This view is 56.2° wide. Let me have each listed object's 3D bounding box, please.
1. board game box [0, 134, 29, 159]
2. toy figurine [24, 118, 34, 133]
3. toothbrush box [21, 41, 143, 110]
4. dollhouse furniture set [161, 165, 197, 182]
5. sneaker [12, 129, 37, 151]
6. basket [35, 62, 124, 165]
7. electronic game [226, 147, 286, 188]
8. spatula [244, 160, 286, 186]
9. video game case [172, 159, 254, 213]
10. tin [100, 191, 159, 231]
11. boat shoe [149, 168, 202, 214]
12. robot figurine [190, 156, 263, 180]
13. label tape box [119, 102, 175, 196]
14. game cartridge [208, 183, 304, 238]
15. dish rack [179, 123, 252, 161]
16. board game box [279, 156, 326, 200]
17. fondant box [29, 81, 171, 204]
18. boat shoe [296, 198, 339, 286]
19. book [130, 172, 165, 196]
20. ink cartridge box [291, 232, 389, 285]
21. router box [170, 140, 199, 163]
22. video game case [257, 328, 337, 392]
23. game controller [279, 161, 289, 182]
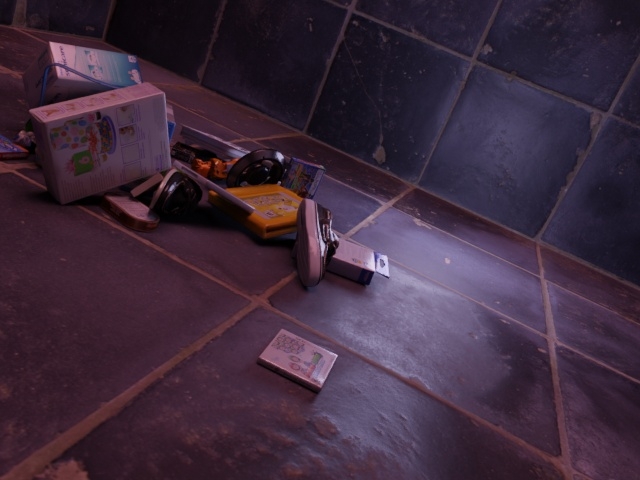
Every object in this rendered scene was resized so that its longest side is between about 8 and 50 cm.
[{"bbox_3d":[-0.992,-0.299,1.713,0.281,0.027,0.145,28,20,16],"label":"board game box"},{"bbox_3d":[-0.834,-0.345,1.949,0.173,0.130,0.159,3,-4,22],"label":"toy figurine"},{"bbox_3d":[-0.753,-0.504,1.911,0.295,0.216,0.126,-10,80,-48],"label":"toothbrush box"},{"bbox_3d":[-0.499,-0.219,2.073,0.076,0.059,0.151,25,-2,30],"label":"dollhouse furniture set"},{"bbox_3d":[-0.878,-0.291,1.802,0.058,0.052,0.135,51,-2,-12],"label":"sneaker"},{"bbox_3d":[-0.701,-0.341,1.750,0.254,0.289,0.201,21,23,-16],"label":"basket"},{"bbox_3d":[-0.226,-0.235,2.123,0.229,0.229,0.048,3,45,-45],"label":"electronic game"},{"bbox_3d":[-0.159,-0.213,2.250,0.242,0.168,0.019,12,35,-42],"label":"spatula"},{"bbox_3d":[-0.326,-0.162,1.834,0.193,0.023,0.212,31,0,41],"label":"video game case"},{"bbox_3d":[-0.521,-0.081,1.645,0.189,0.040,0.106,32,16,26],"label":"tin"},{"bbox_3d":[-0.407,-0.126,1.747,0.113,0.127,0.340,31,1,-8],"label":"boat shoe"},{"bbox_3d":[-0.321,-0.267,2.228,0.211,0.085,0.291,6,11,41],"label":"robot figurine"},{"bbox_3d":[-0.557,-0.322,1.930,0.115,0.249,0.348,15,20,-20],"label":"label tape box"},{"bbox_3d":[-0.169,-0.110,1.987,0.285,0.053,0.323,-12,33,-41],"label":"game cartridge"},{"bbox_3d":[-0.405,-0.375,2.449,0.285,0.072,0.333,26,6,18],"label":"dish rack"},{"bbox_3d":[-0.080,-0.195,2.211,0.136,0.201,0.035,13,24,-29],"label":"board game box"},{"bbox_3d":[-0.570,-0.263,1.597,0.330,0.238,0.096,-27,48,-36],"label":"fondant box"},{"bbox_3d":[0.000,0.000,1.758,0.119,0.121,0.335,12,44,-15],"label":"boat shoe"},{"bbox_3d":[-0.495,-0.157,1.741,0.035,0.096,0.144,57,-7,-8],"label":"book"},{"bbox_3d":[0.065,0.051,1.916,0.310,0.065,0.186,18,20,-3],"label":"ink cartridge box"},{"bbox_3d":[-0.534,-0.346,2.362,0.092,0.038,0.122,20,19,-10],"label":"router box"},{"bbox_3d":[-0.045,0.254,1.286,0.143,0.019,0.157,25,19,7],"label":"video game case"},{"bbox_3d":[-0.208,-0.307,2.630,0.166,0.067,0.319,6,20,-5],"label":"game controller"}]
